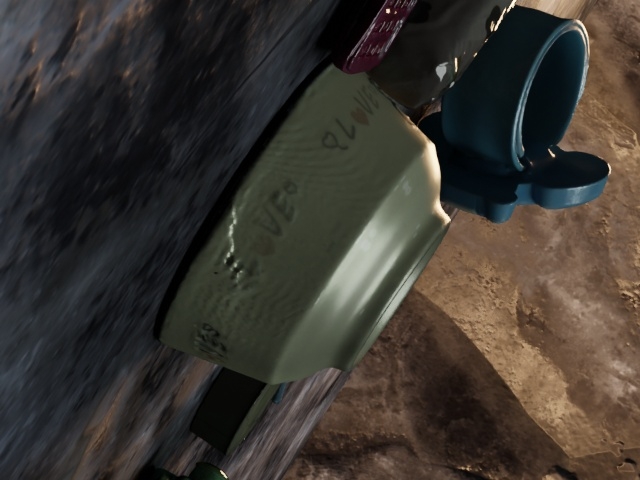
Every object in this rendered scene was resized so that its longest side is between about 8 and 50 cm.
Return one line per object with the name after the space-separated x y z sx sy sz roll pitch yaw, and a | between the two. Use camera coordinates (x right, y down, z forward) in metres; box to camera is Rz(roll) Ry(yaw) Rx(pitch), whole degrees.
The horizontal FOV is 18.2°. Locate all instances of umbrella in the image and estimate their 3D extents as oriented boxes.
0.124 -0.205 1.485 0.067 0.073 0.337 -36 -169 42 | umbrella

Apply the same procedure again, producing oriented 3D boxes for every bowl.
0.002 0.004 1.352 0.238 0.126 0.238 -55 175 -8 | bowl

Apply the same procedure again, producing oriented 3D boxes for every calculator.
0.066 -0.190 1.270 0.190 0.034 0.126 -56 175 11 | calculator

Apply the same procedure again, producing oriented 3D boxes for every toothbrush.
-0.042 0.153 2.305 0.019 0.016 0.219 -53 173 -20 | toothbrush

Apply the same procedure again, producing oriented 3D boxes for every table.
-0.068 0.135 1.863 0.133 0.043 0.133 -56 174 -9 | table

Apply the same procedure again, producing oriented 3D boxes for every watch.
0.194 -0.139 2.029 0.211 0.211 0.193 -48 149 -58 | watch

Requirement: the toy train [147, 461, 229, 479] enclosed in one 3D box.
-0.166 0.299 1.728 0.248 0.101 0.159 -54 -173 -13 | toy train
